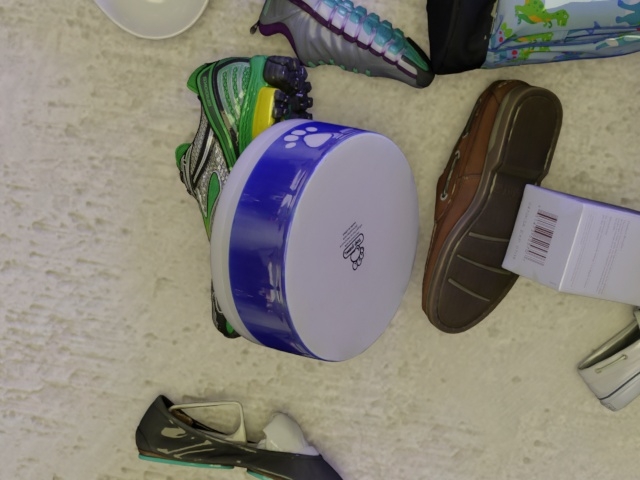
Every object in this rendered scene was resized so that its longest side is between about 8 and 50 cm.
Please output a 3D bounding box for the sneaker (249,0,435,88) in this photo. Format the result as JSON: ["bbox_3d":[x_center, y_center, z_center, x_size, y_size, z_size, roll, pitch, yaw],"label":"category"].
[{"bbox_3d":[0.027,-0.230,1.427,0.223,0.083,0.098,34,117,2],"label":"sneaker"}]

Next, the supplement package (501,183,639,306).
[{"bbox_3d":[0.320,0.008,1.386,0.179,0.105,0.105,11,98,-33],"label":"supplement package"}]

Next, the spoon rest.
[{"bbox_3d":[-0.258,-0.338,1.405,0.276,0.084,0.137,28,98,-1],"label":"spoon rest"}]

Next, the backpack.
[{"bbox_3d":[0.313,-0.329,1.326,0.355,0.273,0.290,2,91,-11],"label":"backpack"}]

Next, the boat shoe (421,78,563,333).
[{"bbox_3d":[0.192,-0.041,1.425,0.110,0.104,0.307,21,95,-30],"label":"boat shoe"}]

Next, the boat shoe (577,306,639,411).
[{"bbox_3d":[0.410,0.109,1.446,0.076,0.083,0.226,43,97,-5],"label":"boat shoe"}]

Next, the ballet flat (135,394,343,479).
[{"bbox_3d":[-0.090,0.252,1.478,0.280,0.095,0.096,14,86,0],"label":"ballet flat"}]

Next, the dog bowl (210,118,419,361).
[{"bbox_3d":[0.000,0.000,1.347,0.104,0.265,0.265,12,100,36],"label":"dog bowl"}]

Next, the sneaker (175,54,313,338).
[{"bbox_3d":[-0.097,-0.052,1.433,0.146,0.134,0.344,8,100,22],"label":"sneaker"}]
